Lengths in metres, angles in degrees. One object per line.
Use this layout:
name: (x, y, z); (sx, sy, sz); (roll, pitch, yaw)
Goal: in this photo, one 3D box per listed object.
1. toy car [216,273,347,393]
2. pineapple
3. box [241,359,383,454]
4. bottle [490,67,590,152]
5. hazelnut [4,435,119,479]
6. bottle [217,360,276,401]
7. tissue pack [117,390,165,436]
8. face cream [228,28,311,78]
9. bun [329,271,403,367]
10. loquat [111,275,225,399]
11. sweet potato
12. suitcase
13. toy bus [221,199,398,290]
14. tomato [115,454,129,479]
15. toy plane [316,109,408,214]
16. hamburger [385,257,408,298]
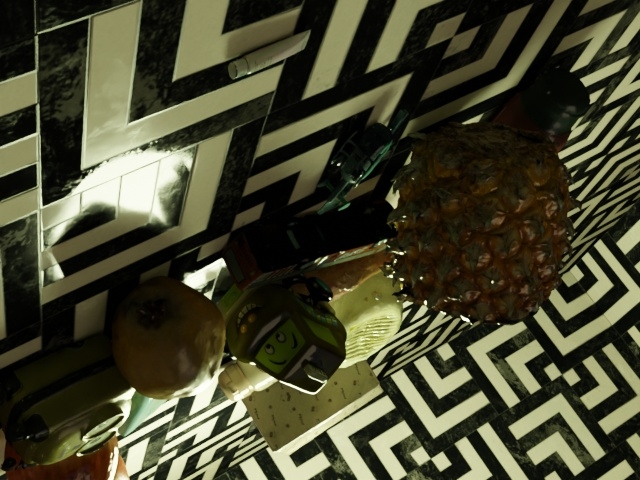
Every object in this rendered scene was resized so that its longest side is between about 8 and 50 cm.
toy car: (-0.052, 0.177, 1.853); (0.204, 0.198, 0.248); (-49, 135, 10)
pineapple: (0.274, -0.043, 1.794); (0.352, 0.352, 0.300); (-22, 123, -37)
box: (-0.032, 0.343, 2.478); (0.297, 0.225, 0.190); (-32, 163, -4)
bottle: (0.376, -0.184, 1.962); (0.144, 0.144, 0.336); (-20, 157, -40)
hazelnut: (-0.463, 0.405, 1.876); (0.214, 0.214, 0.176); (-23, 176, -34)
bottle: (-0.134, 0.284, 2.358); (0.209, 0.097, 0.110); (-31, -178, -8)
tissue pack: (-0.297, 0.235, 1.880); (0.177, 0.089, 0.263); (-41, 173, -35)
face cream: (-0.059, -0.224, 1.244); (0.115, 0.020, 0.038); (-29, 162, -27)
bun: (0.073, 0.160, 2.309); (0.259, 0.160, 0.259); (-22, 145, -17)
loquat: (-0.245, 0.155, 1.660); (0.176, 0.187, 0.234); (-11, 150, 12)
sweet potato: (-0.022, 0.082, 2.015); (0.385, 0.109, 0.109); (-21, 159, -24)
suitcase: (-0.422, 0.277, 1.708); (0.235, 0.143, 0.194); (-25, 160, -32)
toy bus: (0.000, 0.000, 1.844); (0.409, 0.093, 0.092); (-13, 161, -48)
tomato: (-0.490, 0.481, 2.055); (0.208, 0.184, 0.208); (-28, 147, -20)
toy plane: (0.057, -0.120, 1.692); (0.235, 0.060, 0.096); (-51, 170, 33)
hamburger: (0.193, 0.088, 2.462); (0.141, 0.081, 0.126); (-12, 152, -26)
